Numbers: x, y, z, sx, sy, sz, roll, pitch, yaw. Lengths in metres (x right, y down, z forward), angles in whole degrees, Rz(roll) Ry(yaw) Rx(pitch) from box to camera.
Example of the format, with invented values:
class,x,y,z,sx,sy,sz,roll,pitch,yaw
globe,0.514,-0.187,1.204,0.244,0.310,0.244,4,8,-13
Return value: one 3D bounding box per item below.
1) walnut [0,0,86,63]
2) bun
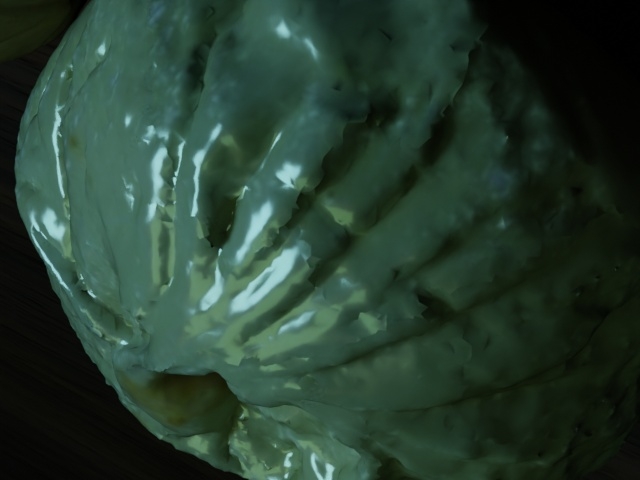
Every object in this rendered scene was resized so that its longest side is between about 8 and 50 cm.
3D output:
class,x,y,z,sx,sy,sz,roll,pitch,yaw
walnut,-0.191,-0.206,0.817,0.261,0.225,0.225,52,157,5
bun,0.000,0.000,0.840,0.352,0.227,0.349,21,155,32
